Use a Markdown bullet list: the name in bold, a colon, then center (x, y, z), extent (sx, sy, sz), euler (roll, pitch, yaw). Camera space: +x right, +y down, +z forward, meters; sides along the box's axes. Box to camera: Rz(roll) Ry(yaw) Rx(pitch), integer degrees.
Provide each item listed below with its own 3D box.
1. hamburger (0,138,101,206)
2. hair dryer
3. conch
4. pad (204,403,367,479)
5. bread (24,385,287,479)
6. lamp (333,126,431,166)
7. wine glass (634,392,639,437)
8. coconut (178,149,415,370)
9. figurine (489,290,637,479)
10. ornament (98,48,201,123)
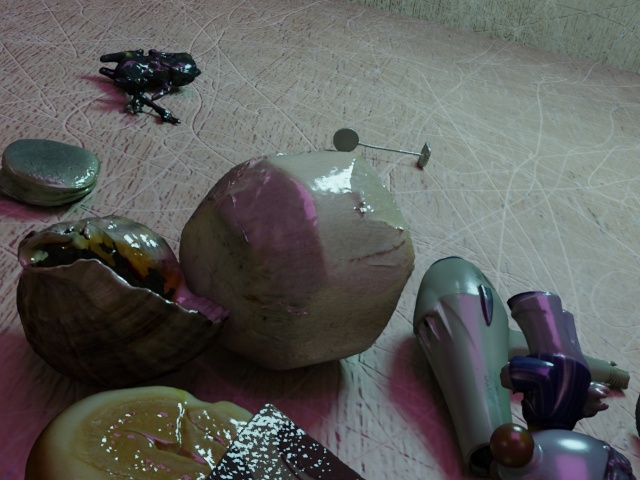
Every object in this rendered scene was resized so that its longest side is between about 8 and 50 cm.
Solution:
- **hamburger**: center (-0.383, -0.094, 1.158), extent (0.140, 0.062, 0.133), euler (17, 31, 2)
- **hair dryer**: center (0.229, 0.166, 0.945), extent (0.298, 0.119, 0.296), euler (30, 34, 2)
- **conch**: center (-0.215, 0.070, 0.812), extent (0.210, 0.159, 0.291), euler (40, 5, 11)
- **pad**: center (0.045, 0.276, 0.600), extent (0.330, 0.004, 0.220), euler (38, 30, 3)
- **bread**: center (-0.127, 0.207, 0.655), extent (0.213, 0.104, 0.213), euler (17, 26, -9)
- **lamp**: center (0.119, -0.185, 1.593), extent (0.198, 0.050, 0.056), euler (11, 30, -10)
- **wine glass**: center (0.482, 0.212, 0.960), extent (0.202, 0.093, 0.093), euler (6, 28, -12)
- **coconut**: center (-0.014, 0.017, 0.929), extent (0.247, 0.245, 0.245), euler (-13, 38, -38)
- **figurine**: center (0.228, 0.189, 0.775), extent (0.133, 0.194, 0.274), euler (-10, 36, 25)
- **ornament**: center (-0.302, -0.296, 1.572), extent (0.202, 0.080, 0.236), euler (-3, 29, -26)
